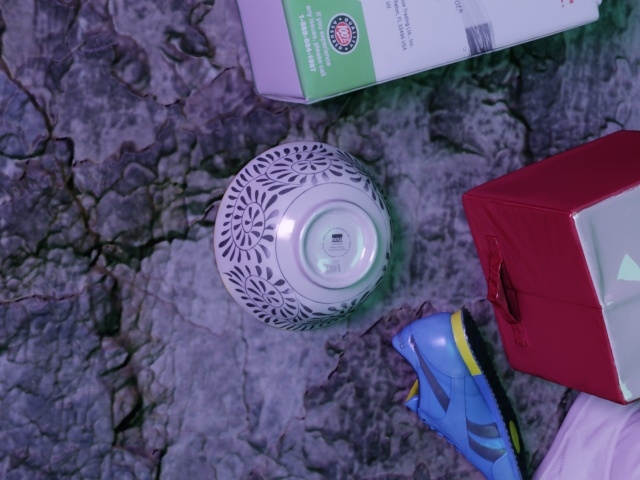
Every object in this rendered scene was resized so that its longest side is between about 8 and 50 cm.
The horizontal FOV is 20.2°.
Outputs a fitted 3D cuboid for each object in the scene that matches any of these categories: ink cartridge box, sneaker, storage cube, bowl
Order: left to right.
[{"bbox_3d":[0.000,0.000,1.549,0.170,0.080,0.170,-2,96,-22],"label":"bowl"},{"bbox_3d":[0.073,-0.254,1.529,0.289,0.121,0.211,-17,102,-21],"label":"ink cartridge box"},{"bbox_3d":[0.129,0.156,1.637,0.082,0.069,0.209,-19,115,14],"label":"sneaker"},{"bbox_3d":[0.255,0.269,1.639,0.108,0.169,0.292,26,87,-25],"label":"sneaker"},{"bbox_3d":[0.270,0.019,1.604,0.215,0.193,0.183,-22,104,-20],"label":"storage cube"}]
